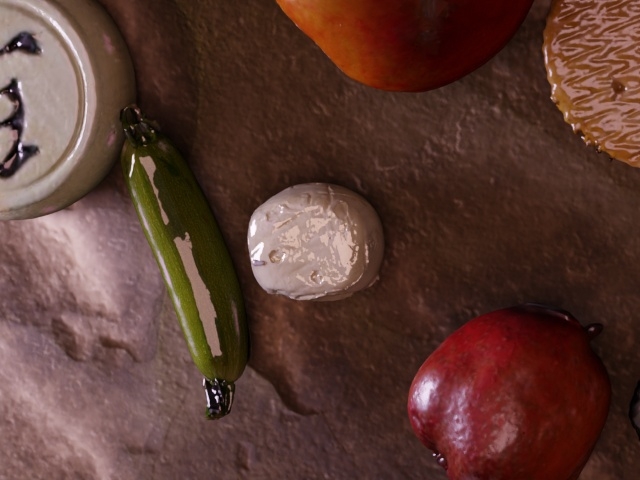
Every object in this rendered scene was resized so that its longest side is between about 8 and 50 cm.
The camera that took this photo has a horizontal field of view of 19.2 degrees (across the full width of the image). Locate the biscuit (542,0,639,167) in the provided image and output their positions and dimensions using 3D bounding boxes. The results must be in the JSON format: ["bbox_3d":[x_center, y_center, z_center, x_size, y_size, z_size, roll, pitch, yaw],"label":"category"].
[{"bbox_3d":[0.331,-0.180,1.733,0.254,0.035,0.254,2,101,13],"label":"biscuit"}]

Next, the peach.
[{"bbox_3d":[0.095,-0.268,1.660,0.274,0.249,0.245,-51,48,19],"label":"peach"}]

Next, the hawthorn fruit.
[{"bbox_3d":[0.185,0.145,1.759,0.185,0.185,0.202,44,88,3],"label":"hawthorn fruit"}]

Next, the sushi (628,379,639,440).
[{"bbox_3d":[0.388,0.126,1.724,0.225,0.127,0.124,-34,90,8],"label":"sushi"}]

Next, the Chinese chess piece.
[{"bbox_3d":[-0.304,-0.144,1.850,0.250,0.101,0.250,2,99,13],"label":"Chinese chess piece"}]

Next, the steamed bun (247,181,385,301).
[{"bbox_3d":[0.000,0.000,1.809,0.130,0.091,0.112,-6,94,16],"label":"steamed bun"}]

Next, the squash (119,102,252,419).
[{"bbox_3d":[-0.129,0.016,1.846,0.071,0.080,0.318,-7,103,52],"label":"squash"}]
